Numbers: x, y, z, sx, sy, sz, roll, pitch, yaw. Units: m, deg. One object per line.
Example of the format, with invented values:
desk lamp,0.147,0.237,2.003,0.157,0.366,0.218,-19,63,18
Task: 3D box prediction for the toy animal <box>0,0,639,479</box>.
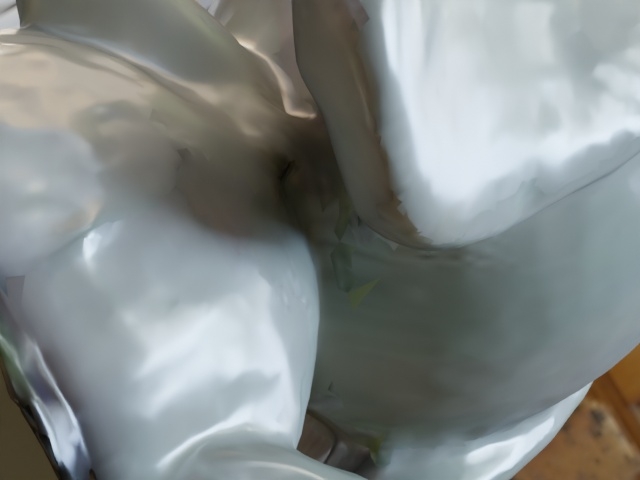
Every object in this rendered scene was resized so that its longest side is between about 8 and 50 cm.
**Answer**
toy animal,-0.008,-0.003,0.450,0.289,0.174,0.249,-44,155,-18
